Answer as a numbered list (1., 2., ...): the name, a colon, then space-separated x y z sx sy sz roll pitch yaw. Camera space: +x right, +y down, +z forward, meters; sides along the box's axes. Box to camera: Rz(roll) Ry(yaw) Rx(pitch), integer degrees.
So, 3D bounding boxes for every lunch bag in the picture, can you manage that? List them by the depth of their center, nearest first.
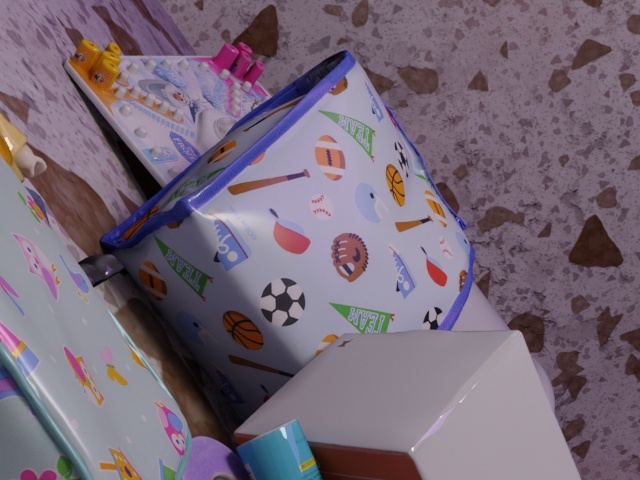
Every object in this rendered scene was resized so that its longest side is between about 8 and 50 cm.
1. lunch bag: -0.190 0.065 0.541 0.279 0.107 0.224 58 1 -7
2. lunch bag: 0.000 0.000 1.082 0.328 0.239 0.385 55 52 -16

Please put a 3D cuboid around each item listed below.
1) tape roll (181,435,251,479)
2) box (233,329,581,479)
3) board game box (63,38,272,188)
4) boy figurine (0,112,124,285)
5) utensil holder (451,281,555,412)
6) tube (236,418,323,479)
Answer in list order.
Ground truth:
1. tape roll: -0.075 0.243 0.668 0.189 0.080 0.189 55 7 -10
2. box: 0.112 0.267 0.826 0.215 0.168 0.345 -8 -67 47
3. board game box: -0.120 -0.152 1.371 0.390 0.050 0.390 49 31 16
4. boy figurine: -0.267 -0.073 0.724 0.285 0.092 0.177 60 9 0
5. utensil holder: 0.165 0.205 1.578 0.385 0.327 0.328 50 9 -30
6. tube: 0.001 0.240 0.705 0.207 0.052 0.080 65 21 7
